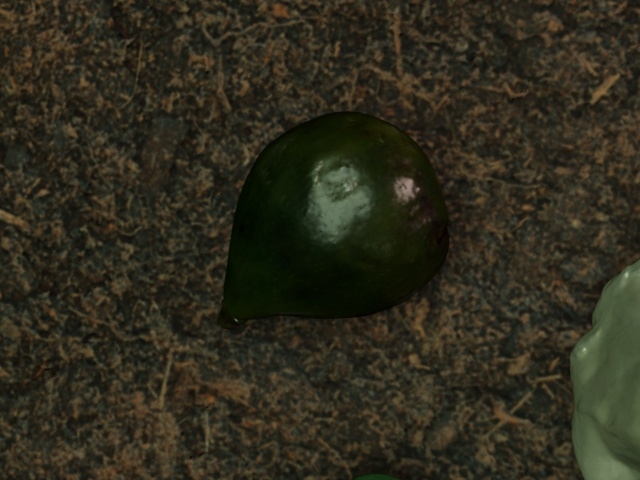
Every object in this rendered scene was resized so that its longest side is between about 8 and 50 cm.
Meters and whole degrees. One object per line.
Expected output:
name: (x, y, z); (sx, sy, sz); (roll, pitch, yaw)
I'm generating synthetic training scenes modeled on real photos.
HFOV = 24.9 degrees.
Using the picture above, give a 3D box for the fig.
fig: (0.000, 0.000, 1.334); (0.245, 0.195, 0.195); (-44, 78, -2)

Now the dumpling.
dumpling: (0.303, 0.132, 1.288); (0.162, 0.132, 0.250); (-6, 100, 4)

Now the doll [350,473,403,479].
doll: (0.026, 0.395, 1.313); (0.182, 0.160, 0.363); (24, 95, 35)
